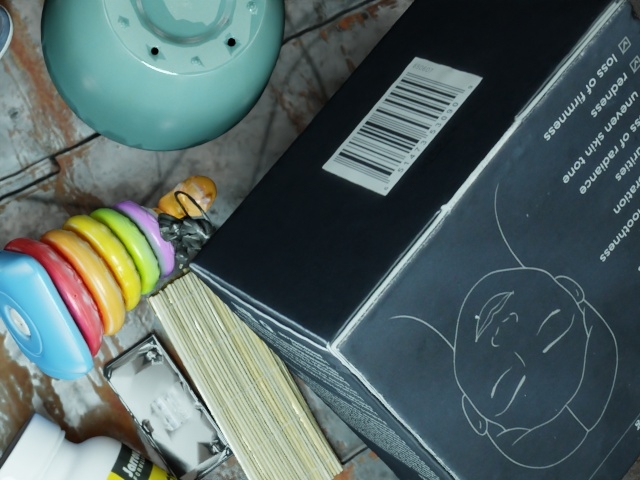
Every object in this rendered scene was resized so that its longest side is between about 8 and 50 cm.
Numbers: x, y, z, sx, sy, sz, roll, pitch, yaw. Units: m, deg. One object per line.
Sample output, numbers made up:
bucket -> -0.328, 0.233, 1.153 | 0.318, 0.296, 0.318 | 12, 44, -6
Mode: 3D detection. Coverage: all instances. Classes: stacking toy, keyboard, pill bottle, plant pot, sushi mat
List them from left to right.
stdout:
stacking toy -> -0.237, 0.014, 1.806 | 0.302, 0.175, 0.166 | -38, 115, -28
pill bottle -> -0.225, 0.344, 1.754 | 0.334, 0.188, 0.188 | 34, 80, -9
plant pot -> -0.173, -0.260, 1.777 | 0.293, 0.235, 0.293 | 1, 87, -12
keyboard -> -0.172, 0.199, 1.860 | 0.108, 0.023, 0.180 | -35, 95, -6
sushi mat -> -0.086, 0.172, 1.829 | 0.151, 0.019, 0.317 | -36, 101, -48

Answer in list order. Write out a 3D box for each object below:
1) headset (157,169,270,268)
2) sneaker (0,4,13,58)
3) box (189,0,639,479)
headset -> 0.000, 0.000, 1.817 | 0.394, 0.185, 0.243 | 6, 92, -25
sneaker -> -0.446, -0.209, 1.752 | 0.226, 0.163, 0.086 | -37, 93, -13
box -> 0.202, 0.027, 1.718 | 0.480, 0.297, 0.472 | -50, 127, -11
